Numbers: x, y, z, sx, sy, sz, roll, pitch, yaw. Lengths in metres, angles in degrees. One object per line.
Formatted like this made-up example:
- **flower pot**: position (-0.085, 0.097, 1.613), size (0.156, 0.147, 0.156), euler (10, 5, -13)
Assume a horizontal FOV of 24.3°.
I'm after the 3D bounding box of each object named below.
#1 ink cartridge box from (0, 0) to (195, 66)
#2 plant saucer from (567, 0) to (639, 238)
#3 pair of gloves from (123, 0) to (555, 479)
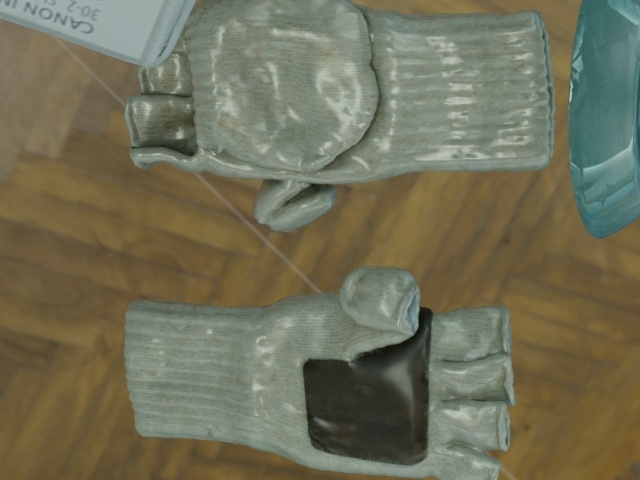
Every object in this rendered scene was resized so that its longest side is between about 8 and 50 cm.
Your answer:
- **ink cartridge box**: position (-0.149, -0.194, 0.366), size (0.296, 0.261, 0.066), euler (19, 137, -12)
- **plant saucer**: position (0.124, -0.059, 0.578), size (0.119, 0.021, 0.119), euler (-24, 117, -61)
- **pair of gloves**: position (0.000, 0.000, 0.697), size (0.042, 0.204, 0.240), euler (-43, 139, -68)
